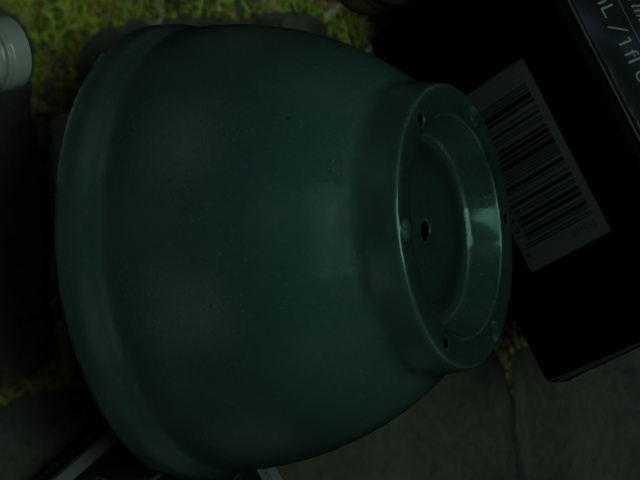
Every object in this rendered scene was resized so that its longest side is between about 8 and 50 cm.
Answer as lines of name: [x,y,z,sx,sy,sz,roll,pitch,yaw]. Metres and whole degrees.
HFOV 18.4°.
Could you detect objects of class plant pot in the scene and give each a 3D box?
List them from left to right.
plant pot: [0.000,0.000,1.218,0.293,0.196,0.293,17,70,-61]

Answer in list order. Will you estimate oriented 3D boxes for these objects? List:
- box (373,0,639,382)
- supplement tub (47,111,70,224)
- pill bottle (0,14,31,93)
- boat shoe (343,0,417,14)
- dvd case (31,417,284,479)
box: [0.295,-0.117,1.465,0.395,0.212,0.293,-24,85,-34]
supplement tub: [-0.135,-0.028,1.253,0.071,0.071,0.107,-3,89,-40]
pill bottle: [-0.234,-0.102,1.182,0.116,0.065,0.065,-20,98,-39]
boat shoe: [0.139,-0.259,1.481,0.302,0.103,0.113,-41,111,-35]
dvd case: [-0.116,0.207,1.273,0.239,0.030,0.179,-41,111,-34]
